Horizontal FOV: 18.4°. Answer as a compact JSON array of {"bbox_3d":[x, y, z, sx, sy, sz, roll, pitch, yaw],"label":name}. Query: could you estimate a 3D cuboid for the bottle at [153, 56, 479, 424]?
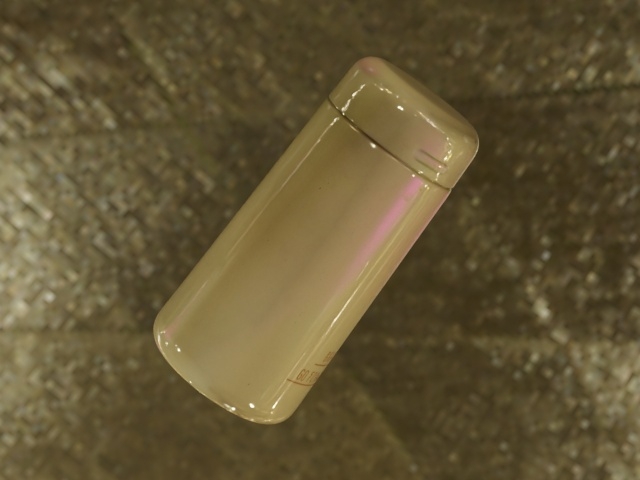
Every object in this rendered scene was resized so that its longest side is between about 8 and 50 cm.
[{"bbox_3d":[0.000,0.000,0.521,0.045,0.096,0.045,36,-170,-8],"label":"bottle"}]
